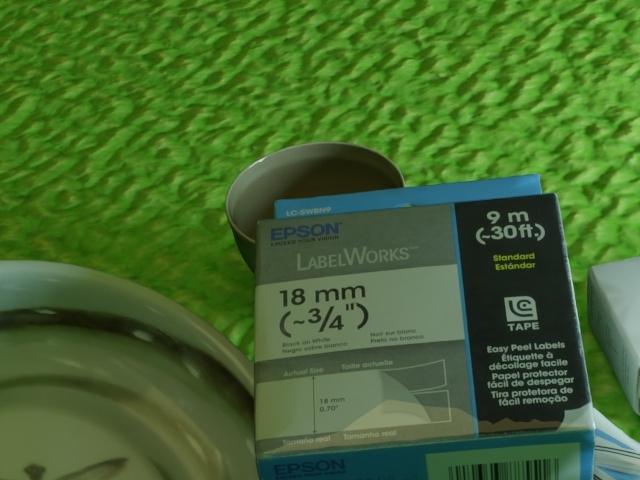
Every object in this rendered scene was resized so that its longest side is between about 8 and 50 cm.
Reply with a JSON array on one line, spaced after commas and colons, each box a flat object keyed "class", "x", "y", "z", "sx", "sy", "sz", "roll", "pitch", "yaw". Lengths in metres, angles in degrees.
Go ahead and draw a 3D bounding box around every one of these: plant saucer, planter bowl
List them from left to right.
[{"class": "plant saucer", "x": -0.204, "y": 0.198, "z": 1.166, "sx": 0.400, "sy": 0.100, "sz": 0.400, "roll": 12, "pitch": 47, "yaw": -13}, {"class": "planter bowl", "x": 0.000, "y": 0.000, "z": 1.432, "sx": 0.162, "sy": 0.109, "sz": 0.162, "roll": -4, "pitch": 38, "yaw": 4}]

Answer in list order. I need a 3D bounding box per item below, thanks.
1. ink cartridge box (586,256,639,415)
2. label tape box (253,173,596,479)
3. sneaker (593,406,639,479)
[{"class": "ink cartridge box", "x": 0.399, "y": 0.093, "z": 1.285, "sx": 0.296, "sy": 0.066, "sz": 0.261, "roll": -11, "pitch": 38, "yaw": -4}, {"class": "label tape box", "x": 0.071, "y": 0.047, "z": 1.219, "sx": 0.241, "sy": 0.106, "sz": 0.333, "roll": -6, "pitch": 49, "yaw": 4}, {"class": "sneaker", "x": 0.201, "y": 0.180, "z": 1.195, "sx": 0.237, "sy": 0.085, "sz": 0.086, "roll": 23, "pitch": 42, "yaw": 34}]
